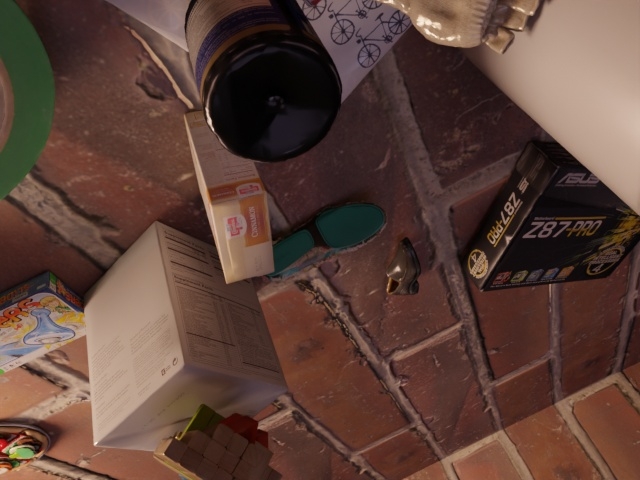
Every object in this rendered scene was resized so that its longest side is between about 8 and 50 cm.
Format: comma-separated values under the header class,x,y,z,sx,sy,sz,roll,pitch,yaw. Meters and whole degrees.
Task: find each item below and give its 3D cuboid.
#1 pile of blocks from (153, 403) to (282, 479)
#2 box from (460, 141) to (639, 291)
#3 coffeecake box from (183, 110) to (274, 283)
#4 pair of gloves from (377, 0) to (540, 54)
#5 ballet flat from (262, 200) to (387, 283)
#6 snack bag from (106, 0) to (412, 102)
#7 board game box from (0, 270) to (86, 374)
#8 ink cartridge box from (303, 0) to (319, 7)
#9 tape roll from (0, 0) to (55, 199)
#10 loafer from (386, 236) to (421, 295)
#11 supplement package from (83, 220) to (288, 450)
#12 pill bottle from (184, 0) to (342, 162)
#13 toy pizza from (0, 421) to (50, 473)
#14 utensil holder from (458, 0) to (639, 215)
class,x,y,z,sx,sy,sz,roll,pitch,yaw
pile of blocks,-0.134,0.302,0.775,0.113,0.149,0.362,-58,164,-30
box,0.525,-0.045,1.128,0.394,0.097,0.318,-2,132,-25
coffeecake box,-0.120,-0.062,0.712,0.068,0.185,0.142,-14,139,-13
pair of gloves,0.143,-0.315,0.522,0.042,0.204,0.240,-38,157,-53
ballet flat,0.000,0.000,0.939,0.240,0.091,0.077,-22,170,3
snack bag,-0.024,-0.310,0.610,0.323,0.037,0.342,-43,136,21
board game box,-0.477,0.136,0.864,0.201,0.035,0.136,-26,140,1
ink cartridge box,0.003,-0.295,0.478,0.127,0.175,0.072,-40,123,17
tape roll,-0.418,-0.136,0.491,0.321,0.077,0.321,-31,149,-22
loafer,0.162,0.060,1.087,0.061,0.062,0.170,-16,138,-4
supplement package,-0.214,0.153,0.836,0.199,0.263,0.198,-41,138,19
pill bottle,-0.066,-0.186,0.530,0.122,0.219,0.123,-11,136,-11
toy pizza,-0.654,0.429,1.094,0.201,0.032,0.201,-14,139,-13
utensil holder,0.367,-0.236,0.592,0.327,0.385,0.328,-20,144,-16
